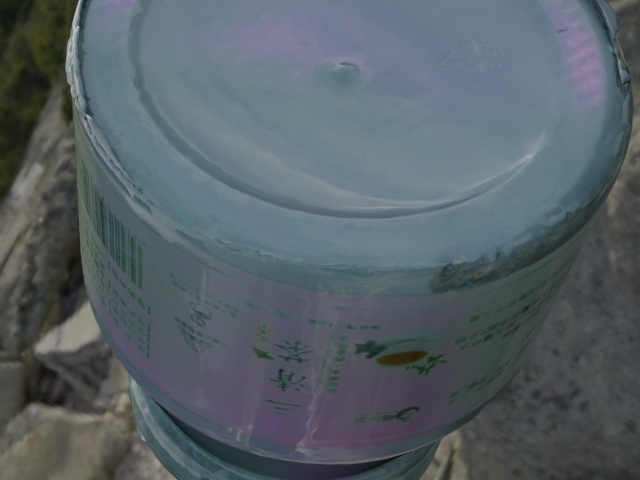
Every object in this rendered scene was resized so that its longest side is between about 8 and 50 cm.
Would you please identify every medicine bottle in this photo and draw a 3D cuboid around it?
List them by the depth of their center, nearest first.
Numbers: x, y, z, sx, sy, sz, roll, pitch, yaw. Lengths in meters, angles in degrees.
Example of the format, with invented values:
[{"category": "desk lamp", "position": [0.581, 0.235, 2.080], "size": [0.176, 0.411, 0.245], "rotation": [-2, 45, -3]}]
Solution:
[{"category": "medicine bottle", "position": [0.000, 0.000, 0.605], "size": [0.290, 0.245, 0.245], "rotation": [100, 176, -53]}]
